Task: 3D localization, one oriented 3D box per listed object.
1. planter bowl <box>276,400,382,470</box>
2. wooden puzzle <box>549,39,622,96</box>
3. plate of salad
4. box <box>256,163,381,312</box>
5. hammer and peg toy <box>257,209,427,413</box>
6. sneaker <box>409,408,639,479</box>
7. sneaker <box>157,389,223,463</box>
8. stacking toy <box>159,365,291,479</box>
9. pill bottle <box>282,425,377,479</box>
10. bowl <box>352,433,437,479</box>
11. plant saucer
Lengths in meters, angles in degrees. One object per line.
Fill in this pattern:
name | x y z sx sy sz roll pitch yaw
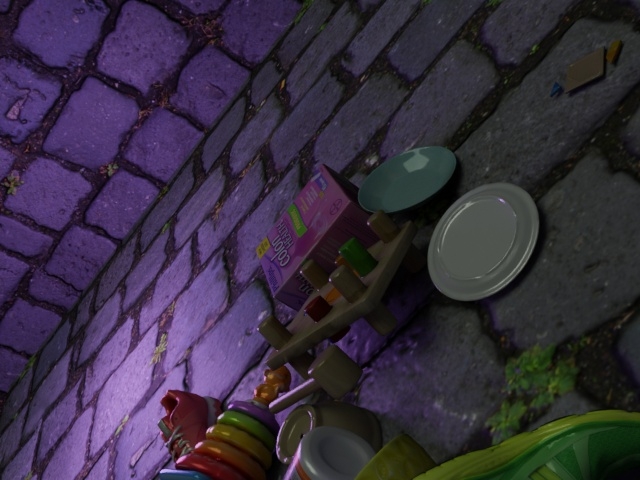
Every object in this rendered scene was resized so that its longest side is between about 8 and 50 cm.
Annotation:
planter bowl | 0.002 0.318 1.129 0.162 0.109 0.162 -40 31 30
wooden puzzle | 0.422 -0.270 1.153 0.116 0.014 0.078 -18 42 53
plate of salad | 0.250 0.003 1.113 0.200 0.048 0.199 -28 47 35
box | 0.000 0.000 1.469 0.243 0.117 0.213 -52 27 13
hammer and peg toy | 0.013 0.118 1.177 0.266 0.127 0.361 -36 10 37
sneaker | 0.223 0.256 0.734 0.296 0.109 0.123 -19 68 -6
sneaker | -0.270 0.415 1.460 0.116 0.136 0.314 -53 26 12
stacking toy | -0.136 0.351 1.313 0.166 0.175 0.301 -17 35 49
pill bottle | -0.007 0.378 1.013 0.121 0.121 0.221 -109 37 -58
bowl | 0.078 0.387 0.831 0.156 0.289 0.289 33 91 21
plant saucer | 0.164 -0.102 1.342 0.195 0.037 0.195 -22 33 15
